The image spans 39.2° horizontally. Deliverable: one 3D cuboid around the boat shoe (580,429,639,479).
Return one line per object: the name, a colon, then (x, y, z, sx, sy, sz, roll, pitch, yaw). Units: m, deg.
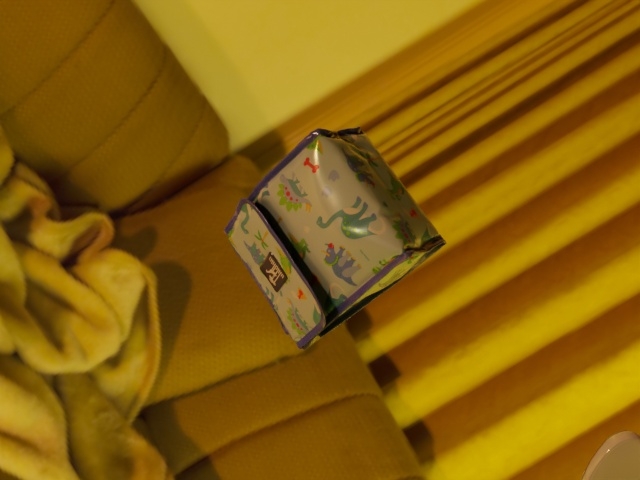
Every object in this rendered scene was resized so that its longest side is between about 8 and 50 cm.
boat shoe: (0.162, 0.148, 0.521, 0.035, 0.035, 0.100, -95, -169, -66)

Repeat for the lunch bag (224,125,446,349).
lunch bag: (0.000, 0.000, 0.737, 0.128, 0.151, 0.096, 56, 31, 12)
